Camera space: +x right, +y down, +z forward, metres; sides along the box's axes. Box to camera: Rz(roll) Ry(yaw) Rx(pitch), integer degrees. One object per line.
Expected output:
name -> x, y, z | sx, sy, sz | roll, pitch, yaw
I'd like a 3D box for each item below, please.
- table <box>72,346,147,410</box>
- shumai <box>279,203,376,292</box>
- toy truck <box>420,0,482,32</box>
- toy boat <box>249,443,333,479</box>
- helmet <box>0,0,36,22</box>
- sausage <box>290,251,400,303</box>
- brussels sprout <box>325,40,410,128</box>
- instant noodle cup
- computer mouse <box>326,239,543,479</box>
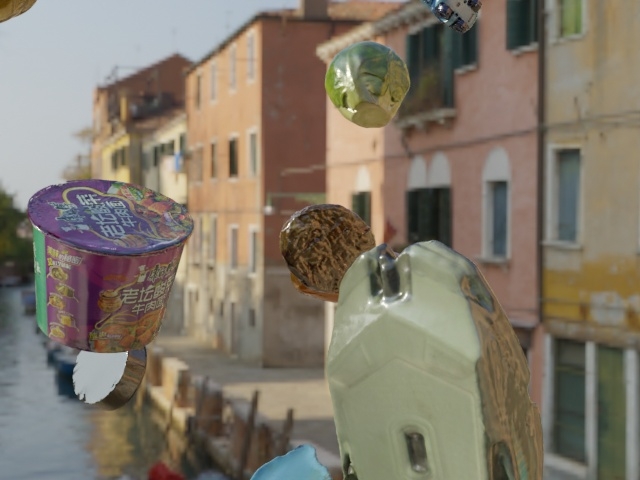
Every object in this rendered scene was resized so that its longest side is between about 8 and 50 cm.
table -> -0.342, 0.206, 1.853 | 0.134, 0.133, 0.043 | 1, -20, 43
shumai -> -0.002, 0.001, 1.564 | 0.105, 0.123, 0.139 | 39, 9, 34
toy truck -> 0.191, -0.388, 1.818 | 0.136, 0.063, 0.074 | 39, -7, -30
toy boat -> -0.041, 0.318, 1.314 | 0.109, 0.098, 0.238 | 7, 17, 13
helmet -> -0.491, -0.388, 1.690 | 0.257, 0.205, 0.140 | -26, -45, 30
sausage -> 0.072, 0.057, 1.724 | 0.238, 0.098, 0.098 | 12, -1, -6
brussels sprout -> 0.091, -0.314, 2.301 | 0.162, 0.180, 0.144 | 24, -37, -13
instant noodle cup -> -0.329, 0.043, 1.747 | 0.251, 0.190, 0.251 | 10, 26, -5
computer mouse -> 0.140, 0.207, 1.308 | 0.228, 0.428, 0.145 | -5, 8, 38
